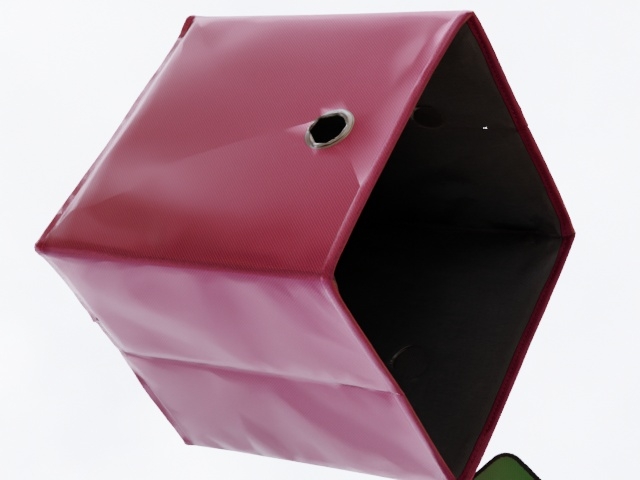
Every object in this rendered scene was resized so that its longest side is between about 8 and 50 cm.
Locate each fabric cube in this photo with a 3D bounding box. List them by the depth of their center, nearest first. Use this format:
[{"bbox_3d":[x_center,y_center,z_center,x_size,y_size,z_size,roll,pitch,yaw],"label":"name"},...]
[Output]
[{"bbox_3d":[0.000,0.000,1.170,0.254,0.258,0.259,-61,-41,-30],"label":"fabric cube"}]

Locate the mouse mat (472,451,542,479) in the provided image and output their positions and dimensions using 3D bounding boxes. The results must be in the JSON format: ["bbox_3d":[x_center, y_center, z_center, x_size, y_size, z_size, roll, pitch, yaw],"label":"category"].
[{"bbox_3d":[0.113,0.258,1.111,0.190,0.152,0.007,-39,-25,-10],"label":"mouse mat"}]
